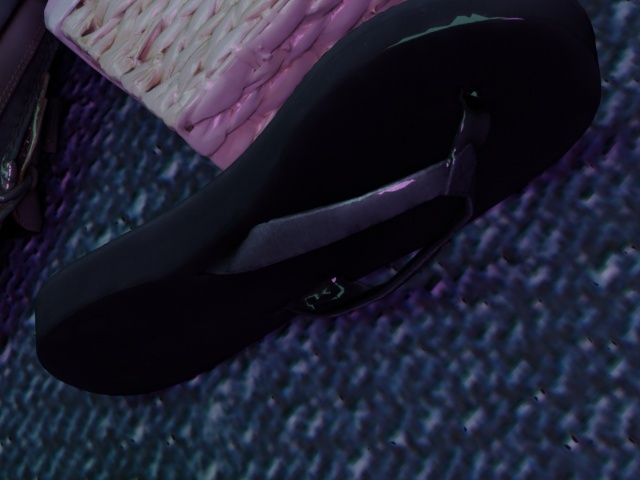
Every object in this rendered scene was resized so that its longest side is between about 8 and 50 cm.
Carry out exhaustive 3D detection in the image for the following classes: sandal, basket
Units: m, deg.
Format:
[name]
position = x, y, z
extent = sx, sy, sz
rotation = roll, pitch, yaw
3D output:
[sandal]
position = 0.000, 0.001, 0.509
extent = 0.254, 0.097, 0.054
rotation = -36, 47, 29
[basket]
position = -0.005, -0.101, 0.553
extent = 0.167, 0.113, 0.103
rotation = -47, 51, 5

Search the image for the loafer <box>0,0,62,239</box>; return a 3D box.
[loafer]
position = -0.174, 0.000, 0.659
extent = 0.267, 0.084, 0.096
rotation = -64, 17, -15
